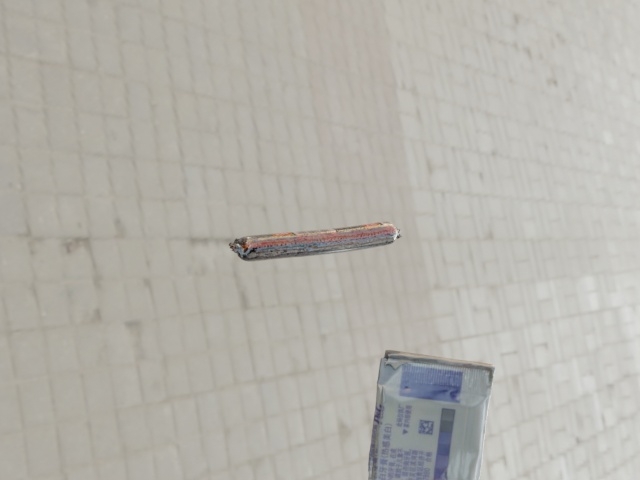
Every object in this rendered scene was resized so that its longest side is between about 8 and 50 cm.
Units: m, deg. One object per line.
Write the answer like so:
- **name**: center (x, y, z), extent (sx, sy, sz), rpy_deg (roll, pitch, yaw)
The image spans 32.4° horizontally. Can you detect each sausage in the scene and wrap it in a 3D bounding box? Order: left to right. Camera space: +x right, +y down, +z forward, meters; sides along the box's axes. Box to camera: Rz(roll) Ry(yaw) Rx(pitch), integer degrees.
- **sausage**: center (0.000, 0.000, 1.024), extent (0.198, 0.028, 0.025), rpy_deg (-6, 118, -37)

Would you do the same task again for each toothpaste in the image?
- **toothpaste**: center (0.094, 0.251, 1.062), extent (0.099, 0.068, 0.282), rpy_deg (7, 90, -30)
